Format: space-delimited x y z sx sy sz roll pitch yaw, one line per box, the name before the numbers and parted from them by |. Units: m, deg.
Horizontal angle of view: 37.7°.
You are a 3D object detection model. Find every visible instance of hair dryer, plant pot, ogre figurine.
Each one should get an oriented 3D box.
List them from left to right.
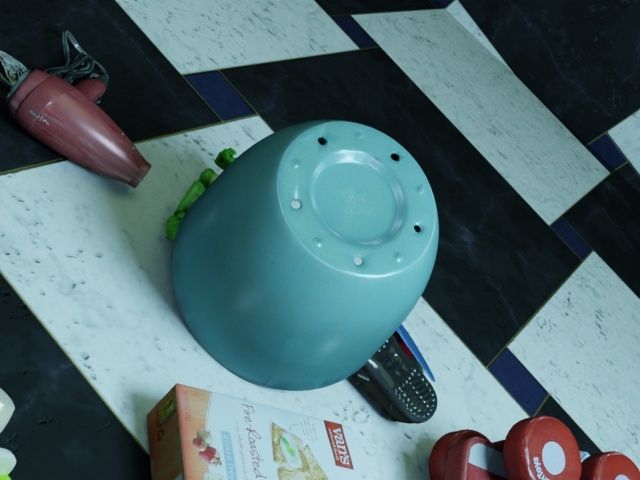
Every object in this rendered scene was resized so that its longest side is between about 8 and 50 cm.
hair dryer | -0.307 -0.186 1.203 0.223 0.080 0.294 -6 56 -53
ogre figurine | -0.117 -0.041 1.233 0.118 0.097 0.197 29 19 -1
plant pot | 0.000 0.000 1.069 0.292 0.235 0.293 9 64 -20

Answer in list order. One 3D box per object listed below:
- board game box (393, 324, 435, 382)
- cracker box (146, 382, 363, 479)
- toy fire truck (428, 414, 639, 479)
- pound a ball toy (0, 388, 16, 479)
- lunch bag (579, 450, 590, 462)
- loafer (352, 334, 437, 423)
board game box | 0.100 0.132 1.307 0.169 0.033 0.133 56 5 -16
cracker box | -0.058 0.249 0.961 0.232 0.067 0.156 21 37 -34
toy fire truck | 0.255 0.366 1.126 0.302 0.169 0.254 29 59 -26
pound a ball toy | -0.306 0.199 0.633 0.208 0.136 0.319 45 4 23
lunch bag | 0.337 0.329 1.312 0.053 0.083 0.071 51 32 13
loafer | 0.058 0.151 1.216 0.080 0.078 0.220 -26 78 -40
